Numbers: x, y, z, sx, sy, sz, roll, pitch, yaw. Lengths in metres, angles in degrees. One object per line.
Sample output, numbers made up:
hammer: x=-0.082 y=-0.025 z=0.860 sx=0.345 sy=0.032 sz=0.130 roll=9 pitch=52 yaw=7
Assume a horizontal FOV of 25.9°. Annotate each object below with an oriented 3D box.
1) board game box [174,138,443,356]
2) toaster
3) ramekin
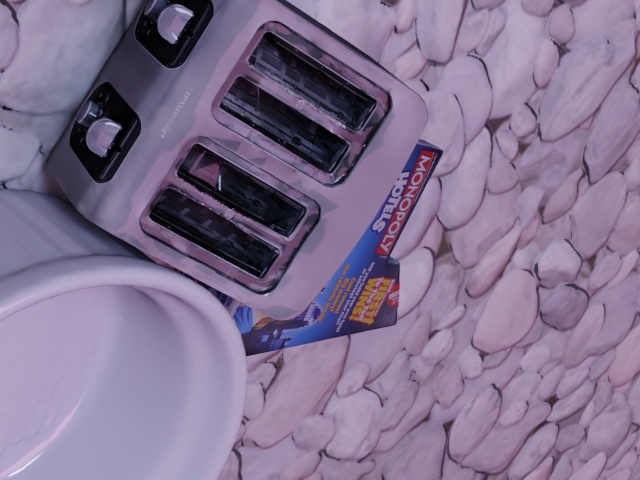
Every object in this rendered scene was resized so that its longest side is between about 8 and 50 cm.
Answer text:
board game box: x=0.000 y=0.000 z=1.014 sx=0.194 sy=0.060 sz=0.194 roll=9 pitch=113 yaw=-49
toaster: x=-0.045 y=-0.058 z=0.832 sx=0.186 sy=0.110 sz=0.168 roll=30 pitch=99 yaw=-25
ramekin: x=-0.193 y=0.103 z=0.842 sx=0.277 sy=0.135 sz=0.277 roll=-26 pitch=136 yaw=-28
